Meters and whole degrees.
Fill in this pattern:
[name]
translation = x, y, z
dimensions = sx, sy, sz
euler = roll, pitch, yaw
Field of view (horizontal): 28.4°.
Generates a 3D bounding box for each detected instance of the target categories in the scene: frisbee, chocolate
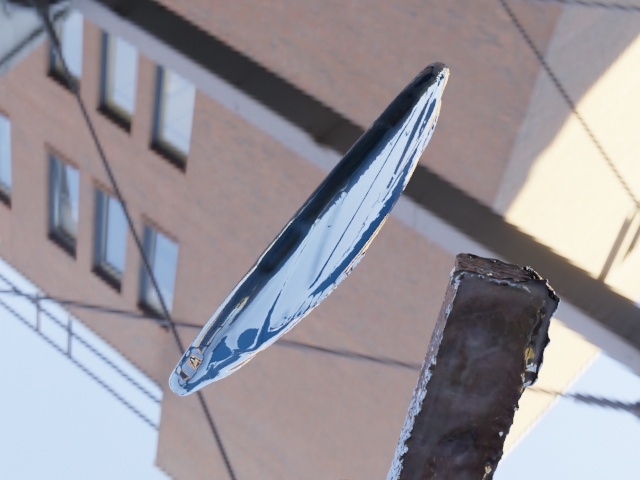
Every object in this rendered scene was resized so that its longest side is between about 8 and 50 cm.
[frisbee]
translation = 0.005, 0.003, 0.863
dimensions = 0.049, 0.289, 0.289
euler = 40, -131, 1
[chocolate]
translation = 0.147, 0.161, 1.309
dimensions = 0.112, 0.321, 0.112
euler = 14, -161, -3
